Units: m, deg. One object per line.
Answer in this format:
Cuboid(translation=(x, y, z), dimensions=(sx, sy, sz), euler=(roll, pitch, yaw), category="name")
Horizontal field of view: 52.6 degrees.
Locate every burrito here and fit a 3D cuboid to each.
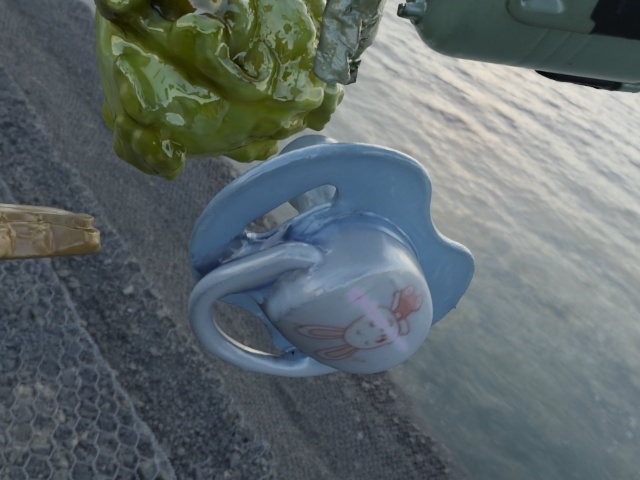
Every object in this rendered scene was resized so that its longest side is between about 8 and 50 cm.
Cuboid(translation=(0.038, -0.220, 0.540), dimensions=(0.045, 0.188, 0.058), euler=(19, 10, 24), category="burrito")

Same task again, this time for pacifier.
Cuboid(translation=(0.000, 0.000, 0.578), dimensions=(0.287, 0.238, 0.226), euler=(46, 24, -44), category="pacifier")

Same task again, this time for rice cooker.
Cuboid(translation=(0.181, -0.211, 0.420), dimensions=(0.244, 0.226, 0.226), euler=(5, 36, -8), category="rice cooker")

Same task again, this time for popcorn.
Cuboid(translation=(-0.102, -0.193, 0.670), dimensions=(0.250, 0.242, 0.235), euler=(-6, 60, -18), category="popcorn")

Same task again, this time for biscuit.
Cuboid(translation=(-0.335, -0.001, 0.507), dimensions=(0.269, 0.051, 0.376), euler=(-5, 2, -41), category="biscuit")
